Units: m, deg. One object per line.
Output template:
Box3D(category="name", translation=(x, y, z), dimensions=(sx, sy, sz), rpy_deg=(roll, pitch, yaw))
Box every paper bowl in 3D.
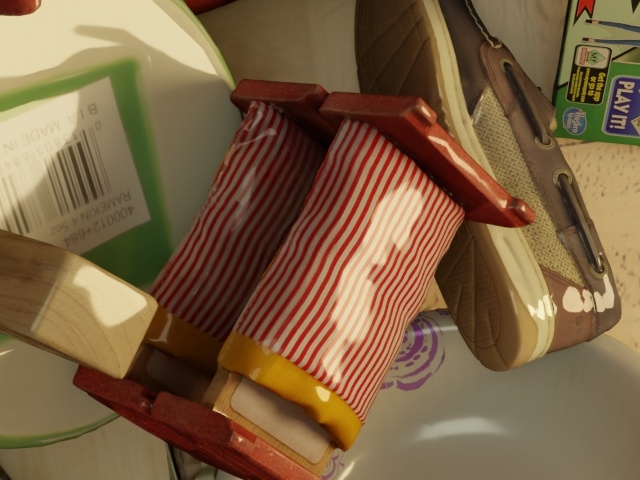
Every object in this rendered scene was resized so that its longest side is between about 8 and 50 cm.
Box3D(category="paper bowl", translation=(0.086, 0.184, 0.882), dimensions=(0.284, 0.284, 0.148), rpy_deg=(-5, 134, 6))

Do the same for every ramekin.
Box3D(category="ramekin", translation=(-0.183, -0.030, 0.860), dimensions=(0.148, 0.303, 0.303), rpy_deg=(13, 94, 48))

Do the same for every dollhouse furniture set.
Box3D(category="dollhouse furniture set", translation=(-0.089, -0.029, 0.739), dimensions=(0.152, 0.374, 0.201), rpy_deg=(13, 72, 48))

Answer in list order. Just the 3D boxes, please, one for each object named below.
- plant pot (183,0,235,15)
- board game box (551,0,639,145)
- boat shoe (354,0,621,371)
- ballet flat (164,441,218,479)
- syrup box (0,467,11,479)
Box3D(category="plant pot", translation=(-0.001, -0.298, 0.875), dimensions=(0.236, 0.267, 0.267), rpy_deg=(-14, 90, -5))
Box3D(category="board game box", translation=(0.245, -0.154, 0.827), dimensions=(0.214, 0.317, 0.046), rpy_deg=(7, 58, 7))
Box3D(category="boat shoe", translation=(0.097, -0.059, 0.929), dimensions=(0.092, 0.103, 0.285), rpy_deg=(-7, 63, -24))
Box3D(category="ballet flat", translation=(-0.078, 0.138, 0.987), dimensions=(0.057, 0.052, 0.168), rpy_deg=(-21, 90, 6))
Box3D(category="syrup box", translation=(-0.241, 0.194, 0.986), dimensions=(0.096, 0.093, 0.237), rpy_deg=(-40, 87, 6))
